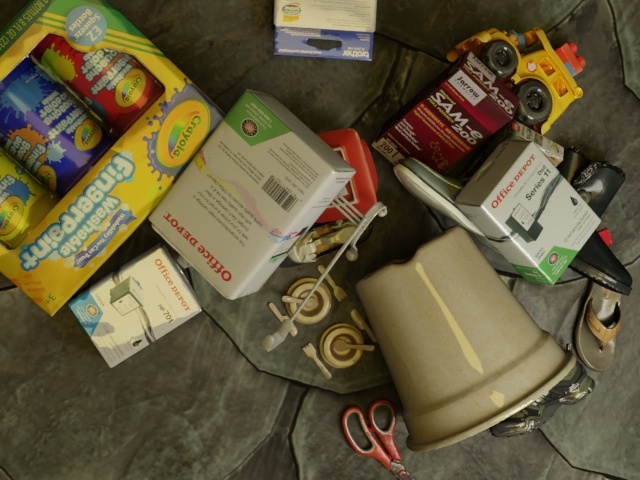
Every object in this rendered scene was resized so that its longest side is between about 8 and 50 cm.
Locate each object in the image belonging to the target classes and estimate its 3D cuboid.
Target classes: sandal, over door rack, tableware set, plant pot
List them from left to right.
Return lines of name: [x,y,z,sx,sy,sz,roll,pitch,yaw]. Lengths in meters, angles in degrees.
over door rack: [-0.064,-0.010,1.639,0.239,0.108,0.324,42,106,14]
tableware set: [0.011,0.156,1.741,0.128,0.039,0.194,-38,100,-3]
plant pot: [0.225,0.153,1.659,0.333,0.334,0.305,-30,88,-5]
sandal: [0.552,0.147,1.815,0.090,0.060,0.219,13,94,-10]

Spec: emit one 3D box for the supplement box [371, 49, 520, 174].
supplement box: [0.216,-0.207,1.647,0.130,0.073,0.239,41,133,-10]

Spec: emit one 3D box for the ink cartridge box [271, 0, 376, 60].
ink cartridge box: [0.009,-0.478,1.665,0.185,0.065,0.311,2,93,-9]

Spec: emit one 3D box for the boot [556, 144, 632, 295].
boot: [0.518,-0.038,1.760,0.246,0.094,0.207,32,93,6]

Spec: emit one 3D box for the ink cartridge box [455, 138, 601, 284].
ink cartridge box: [0.354,-0.050,1.600,0.208,0.087,0.153,43,79,-21]

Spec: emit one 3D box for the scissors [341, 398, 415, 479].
scissors: [0.137,0.438,1.804,0.109,0.021,0.297,-26,100,-8]

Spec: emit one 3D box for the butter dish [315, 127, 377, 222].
butter dish: [0.042,-0.124,1.684,0.160,0.118,0.160,-8,102,36]

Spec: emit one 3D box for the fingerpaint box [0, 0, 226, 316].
fingerpaint box: [-0.429,-0.164,1.576,0.371,0.163,0.445,44,88,-10]

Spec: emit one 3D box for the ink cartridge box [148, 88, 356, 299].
ink cartridge box: [-0.113,-0.073,1.533,0.201,0.117,0.278,43,106,12]

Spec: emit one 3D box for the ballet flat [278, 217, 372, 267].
ballet flat: [0.000,0.000,1.709,0.203,0.074,0.074,-17,98,-7]

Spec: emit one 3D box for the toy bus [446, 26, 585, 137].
toy bus: [0.372,-0.311,1.707,0.211,0.149,0.220,-39,98,-17]

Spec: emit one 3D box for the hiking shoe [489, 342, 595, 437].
hiking shoe: [0.408,0.291,1.807,0.227,0.086,0.114,-29,86,-11]

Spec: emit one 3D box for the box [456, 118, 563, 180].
box: [0.330,-0.119,1.695,0.114,0.207,0.036,27,47,-11]

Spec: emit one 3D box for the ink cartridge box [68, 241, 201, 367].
ink cartridge box: [-0.326,0.112,1.663,0.190,0.082,0.140,-32,100,-3]

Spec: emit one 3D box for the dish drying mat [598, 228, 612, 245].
dish drying mat: [0.526,0.007,1.823,0.083,0.008,0.032,-22,98,-6]

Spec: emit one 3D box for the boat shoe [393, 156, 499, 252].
boat shoe: [0.271,-0.071,1.674,0.319,0.116,0.099,32,89,-17]
